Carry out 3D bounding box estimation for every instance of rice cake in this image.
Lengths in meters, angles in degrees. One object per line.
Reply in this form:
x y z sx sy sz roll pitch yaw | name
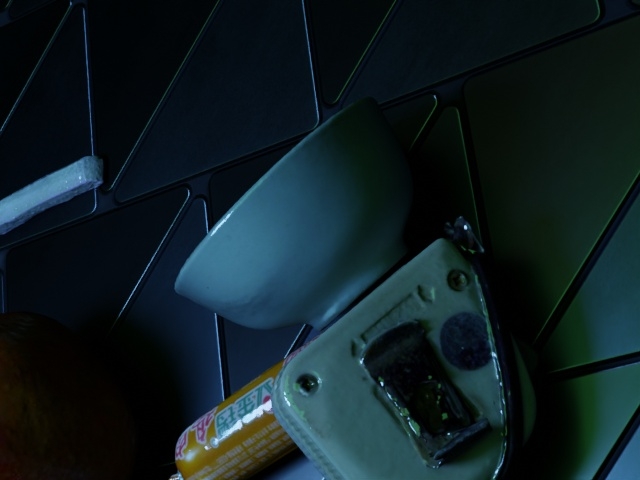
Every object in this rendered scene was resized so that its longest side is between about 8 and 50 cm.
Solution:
-0.377 -0.062 1.596 0.206 0.036 0.047 -25 77 24 | rice cake

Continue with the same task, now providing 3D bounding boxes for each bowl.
0.000 0.000 1.225 0.146 0.289 0.289 46 104 3 | bowl

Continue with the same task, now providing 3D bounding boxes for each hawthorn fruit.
-0.370 0.221 1.356 0.295 0.311 0.295 -21 56 35 | hawthorn fruit

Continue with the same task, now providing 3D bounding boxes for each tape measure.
0.114 0.141 1.129 0.271 0.133 0.231 -40 84 -19 | tape measure

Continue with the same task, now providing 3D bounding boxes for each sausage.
-0.052 0.190 1.286 0.312 0.093 0.093 -35 61 20 | sausage

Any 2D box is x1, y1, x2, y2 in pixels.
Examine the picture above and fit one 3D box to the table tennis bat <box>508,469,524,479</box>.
0.097 0.341 1.192 0.301 0.022 0.173 -40 60 16 | table tennis bat
